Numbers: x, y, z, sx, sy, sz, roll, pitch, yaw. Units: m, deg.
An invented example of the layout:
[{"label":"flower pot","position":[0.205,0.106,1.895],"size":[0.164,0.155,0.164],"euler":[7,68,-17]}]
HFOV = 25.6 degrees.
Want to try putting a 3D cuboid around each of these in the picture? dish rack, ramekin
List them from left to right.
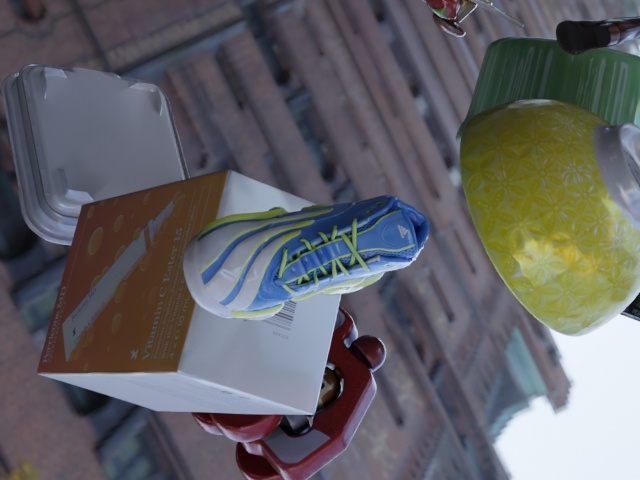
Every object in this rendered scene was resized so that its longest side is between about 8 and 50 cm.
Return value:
[{"label":"dish rack","position":[-0.325,-0.139,2.147],"size":[0.285,0.333,0.072],"euler":[5,140,-31]},{"label":"ramekin","position":[0.348,-0.177,1.933],"size":[0.303,0.148,0.303],"euler":[12,180,0]}]

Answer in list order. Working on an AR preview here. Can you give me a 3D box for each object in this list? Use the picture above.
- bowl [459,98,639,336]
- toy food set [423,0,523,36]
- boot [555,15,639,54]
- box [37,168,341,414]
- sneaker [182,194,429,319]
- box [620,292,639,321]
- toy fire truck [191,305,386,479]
[{"label":"bowl","position":[0.304,-0.049,1.598],"size":[0.156,0.289,0.289],"euler":[-27,-173,33]},{"label":"toy food set","position":[0.157,-0.330,1.903],"size":[0.128,0.218,0.071],"euler":[16,114,-45]},{"label":"boot","position":[0.327,-0.228,1.523],"size":[0.114,0.037,0.106],"euler":[-15,-163,-25]},{"label":"box","position":[-0.143,0.066,1.542],"size":[0.168,0.215,0.345],"euler":[21,163,-31]},{"label":"sneaker","position":[0.000,0.000,1.161],"size":[0.126,0.091,0.240],"euler":[-25,173,38]},{"label":"box","position":[0.450,0.078,2.007],"size":[0.083,0.018,0.067],"euler":[21,-106,49]},{"label":"toy fire truck","position":[-0.053,0.174,1.917],"size":[0.254,0.169,0.302],"euler":[-37,-130,-14]}]
